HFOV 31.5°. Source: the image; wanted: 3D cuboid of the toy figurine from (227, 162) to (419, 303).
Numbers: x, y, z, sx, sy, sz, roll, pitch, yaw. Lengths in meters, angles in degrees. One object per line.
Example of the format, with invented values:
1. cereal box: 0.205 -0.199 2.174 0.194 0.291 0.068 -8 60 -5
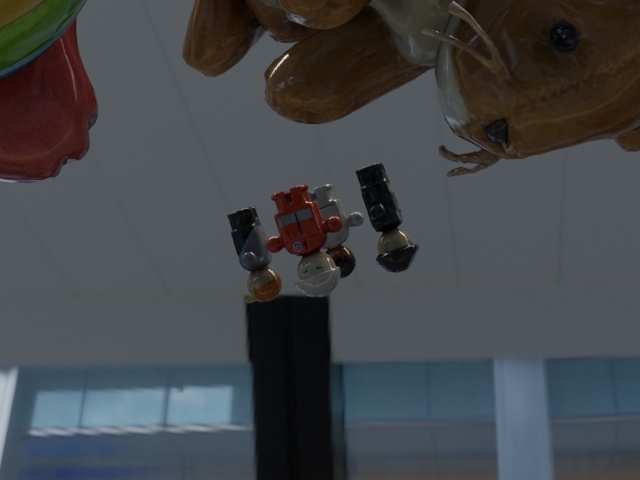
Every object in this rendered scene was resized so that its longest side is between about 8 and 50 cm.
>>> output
1. toy figurine: 0.000 0.000 1.526 0.213 0.148 0.209 -18 0 -37

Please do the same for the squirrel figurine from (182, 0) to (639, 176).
1. squirrel figurine: 0.121 -0.228 0.824 0.370 0.397 0.281 33 -36 27

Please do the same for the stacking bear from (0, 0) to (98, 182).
1. stacking bear: -0.141 -0.137 0.401 0.164 0.175 0.289 9 -9 -16
